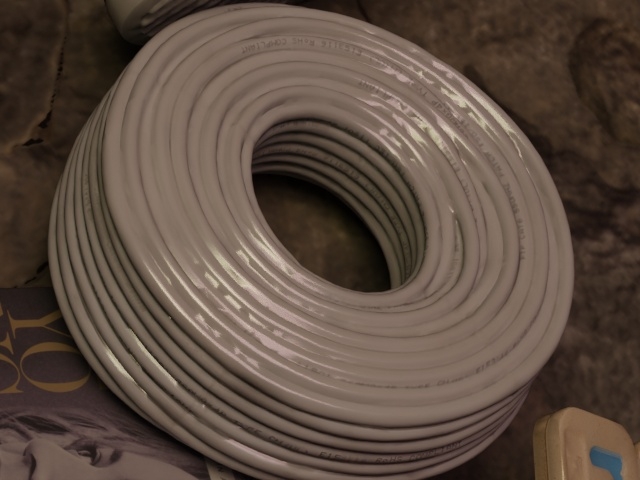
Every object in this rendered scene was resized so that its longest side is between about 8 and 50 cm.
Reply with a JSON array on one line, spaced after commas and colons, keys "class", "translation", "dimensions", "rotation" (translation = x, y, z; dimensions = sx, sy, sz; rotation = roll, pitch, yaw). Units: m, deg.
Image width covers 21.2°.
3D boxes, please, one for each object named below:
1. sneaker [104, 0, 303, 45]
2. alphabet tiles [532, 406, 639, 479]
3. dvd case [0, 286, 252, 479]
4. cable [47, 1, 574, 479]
[{"class": "sneaker", "translation": [-0.009, -0.204, 0.927], "dimensions": [0.321, 0.126, 0.127], "rotation": [-27, 85, -41]}, {"class": "alphabet tiles", "translation": [0.152, 0.228, 0.808], "dimensions": [0.278, 0.021, 0.284], "rotation": [23, 57, -44]}, {"class": "dvd case", "translation": [-0.142, 0.088, 0.767], "dimensions": [0.221, 0.018, 0.165], "rotation": [0, 49, -26]}, {"class": "cable", "translation": [0.000, 0.000, 0.837], "dimensions": [0.257, 0.089, 0.257], "rotation": [40, 46, 1]}]
